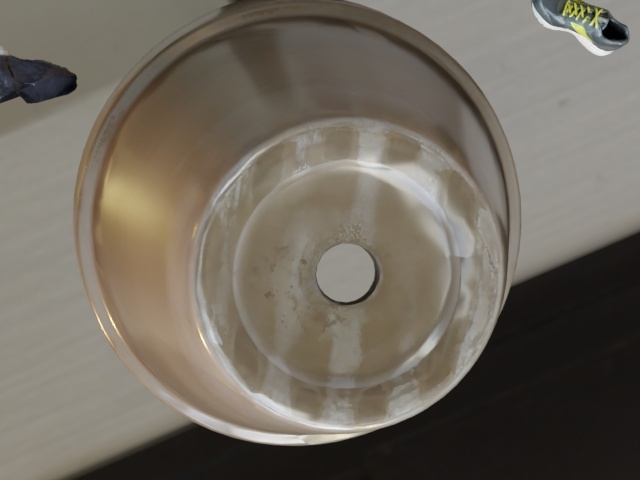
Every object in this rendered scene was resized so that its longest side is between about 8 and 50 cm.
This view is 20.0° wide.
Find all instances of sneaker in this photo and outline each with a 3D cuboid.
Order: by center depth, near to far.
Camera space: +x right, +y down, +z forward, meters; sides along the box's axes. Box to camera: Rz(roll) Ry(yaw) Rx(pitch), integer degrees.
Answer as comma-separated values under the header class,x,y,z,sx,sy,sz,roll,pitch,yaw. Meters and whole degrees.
class,x,y,z,sx,sy,sz,roll,pitch,yaw
sneaker,0.192,-0.164,1.325,0.083,0.031,0.035,25,164,-25

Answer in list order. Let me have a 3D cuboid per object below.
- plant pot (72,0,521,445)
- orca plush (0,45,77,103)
class,x,y,z,sx,sy,sz,roll,pitch,yaw
plant pot,0.000,0.000,1.194,0.280,0.323,0.323,-139,25,-79
orca plush,-0.266,-0.172,1.225,0.287,0.151,0.102,36,163,22
